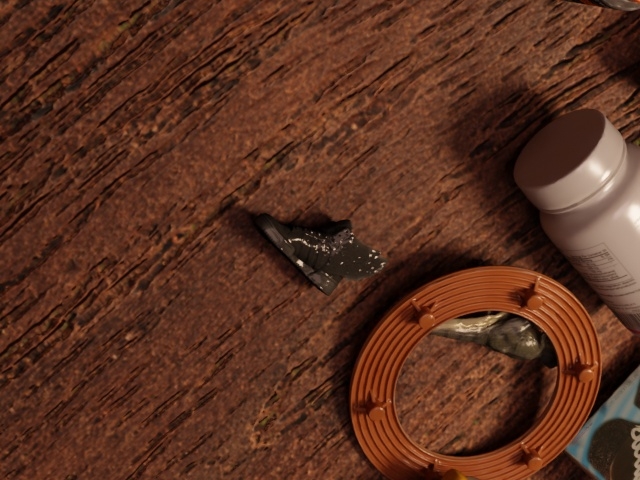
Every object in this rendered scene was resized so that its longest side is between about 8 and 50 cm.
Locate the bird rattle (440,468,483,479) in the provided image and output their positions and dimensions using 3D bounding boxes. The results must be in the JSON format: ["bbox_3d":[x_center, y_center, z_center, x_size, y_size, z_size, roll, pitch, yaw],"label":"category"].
[{"bbox_3d":[0.164,0.403,1.792,0.253,0.143,0.207,40,90,-29],"label":"bird rattle"}]

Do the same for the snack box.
[{"bbox_3d":[0.500,0.225,1.866,0.322,0.187,0.060,-46,159,-5],"label":"snack box"}]

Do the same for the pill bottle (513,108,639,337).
[{"bbox_3d":[0.376,-0.021,1.757,0.160,0.160,0.283,-46,116,-5],"label":"pill bottle"}]

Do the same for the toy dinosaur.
[{"bbox_3d":[0.230,0.095,1.788,0.268,0.064,0.118,12,106,-21],"label":"toy dinosaur"}]

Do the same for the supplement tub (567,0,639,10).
[{"bbox_3d":[0.335,-0.330,1.640,0.117,0.190,0.117,-6,106,-20],"label":"supplement tub"}]

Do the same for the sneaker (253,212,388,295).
[{"bbox_3d":[0.001,0.001,1.676,0.089,0.051,0.170,-47,120,-4],"label":"sneaker"}]

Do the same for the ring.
[{"bbox_3d":[0.201,0.188,1.776,0.336,0.032,0.336,-6,116,-12],"label":"ring"}]
